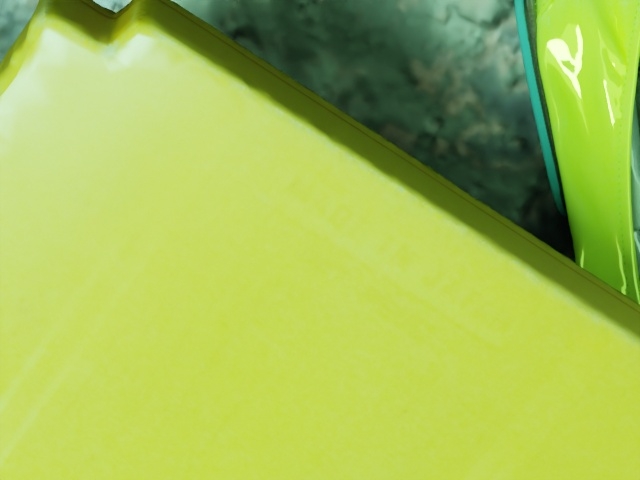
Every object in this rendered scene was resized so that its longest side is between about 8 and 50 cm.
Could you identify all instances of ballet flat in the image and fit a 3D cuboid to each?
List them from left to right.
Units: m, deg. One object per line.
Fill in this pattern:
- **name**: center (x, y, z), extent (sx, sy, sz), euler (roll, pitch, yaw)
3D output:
- **ballet flat**: center (0.127, -0.002, 0.690), extent (0.077, 0.077, 0.231), euler (-6, 93, 22)

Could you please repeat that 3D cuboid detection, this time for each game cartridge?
- **game cartridge**: center (-0.053, 0.101, 0.639), extent (0.285, 0.052, 0.323), euler (33, 109, -15)
